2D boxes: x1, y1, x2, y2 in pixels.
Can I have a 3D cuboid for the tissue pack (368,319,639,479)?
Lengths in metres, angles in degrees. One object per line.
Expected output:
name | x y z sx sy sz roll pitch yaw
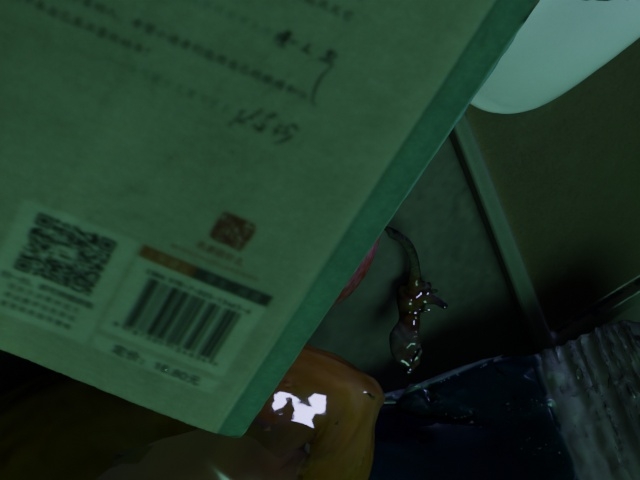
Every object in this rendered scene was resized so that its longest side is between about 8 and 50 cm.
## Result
tissue pack | 0.131 0.270 0.594 0.253 0.416 0.264 -21 134 10

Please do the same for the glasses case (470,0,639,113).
glasses case | 0.131 -0.145 0.552 0.233 0.059 0.092 -41 126 5

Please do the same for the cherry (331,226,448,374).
cherry | 0.000 0.000 0.558 0.090 0.107 0.225 -27 136 18

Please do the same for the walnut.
walnut | -0.086 0.114 0.577 0.245 0.137 0.137 -30 131 -5

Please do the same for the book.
book | -0.059 -0.065 0.419 0.215 0.025 0.283 25 125 -14

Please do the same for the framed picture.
framed picture | 0.183 -0.065 0.666 0.250 0.016 0.184 -32 131 -5
